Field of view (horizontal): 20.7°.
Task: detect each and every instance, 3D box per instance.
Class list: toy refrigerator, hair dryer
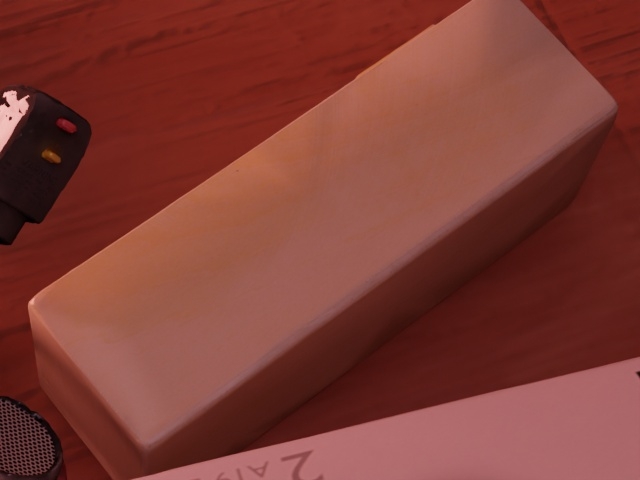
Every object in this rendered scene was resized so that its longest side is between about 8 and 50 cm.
[{"bbox_3d":[0.000,0.000,0.803,0.269,0.102,0.094,-35,73,-19],"label":"toy refrigerator"},{"bbox_3d":[-0.163,0.085,0.729,0.080,0.223,0.293,19,77,-24],"label":"hair dryer"}]

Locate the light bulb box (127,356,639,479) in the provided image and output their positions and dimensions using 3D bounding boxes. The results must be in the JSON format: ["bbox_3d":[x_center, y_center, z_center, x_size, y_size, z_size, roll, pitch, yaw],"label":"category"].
[{"bbox_3d":[0.135,0.221,0.497,0.358,0.225,0.361,-13,31,-8],"label":"light bulb box"}]
